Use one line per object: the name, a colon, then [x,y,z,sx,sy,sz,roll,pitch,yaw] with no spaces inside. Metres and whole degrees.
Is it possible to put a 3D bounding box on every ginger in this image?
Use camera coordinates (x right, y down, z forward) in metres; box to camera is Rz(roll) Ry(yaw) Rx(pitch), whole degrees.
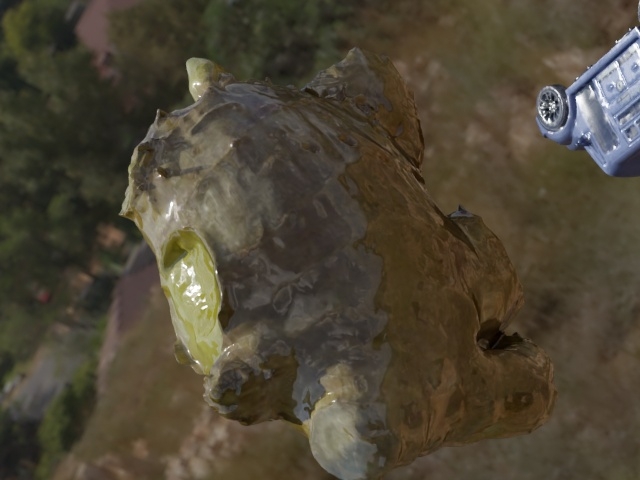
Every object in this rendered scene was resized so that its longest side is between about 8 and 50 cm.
ginger: [0.000,0.000,0.620,0.216,0.157,0.102,57,148,21]

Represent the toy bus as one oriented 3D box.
toy bus: [0.200,-0.090,0.901,0.167,0.073,0.076,-46,60,56]
